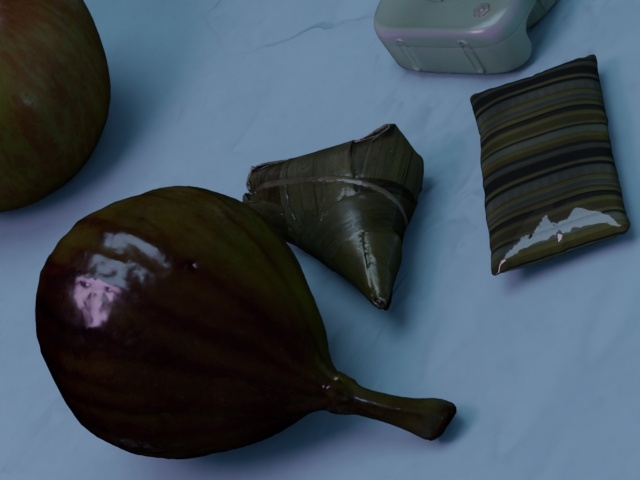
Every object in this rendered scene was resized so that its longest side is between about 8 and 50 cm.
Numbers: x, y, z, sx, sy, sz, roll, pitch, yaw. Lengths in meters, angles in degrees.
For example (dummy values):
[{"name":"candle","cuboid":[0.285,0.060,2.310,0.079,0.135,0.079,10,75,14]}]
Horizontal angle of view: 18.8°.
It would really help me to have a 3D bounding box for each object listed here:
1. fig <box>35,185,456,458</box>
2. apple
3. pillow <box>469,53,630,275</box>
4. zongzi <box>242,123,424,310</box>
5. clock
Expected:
[{"name":"fig","cuboid":[-0.047,0.076,1.443,0.321,0.217,0.217,15,60,25]},{"name":"apple","cuboid":[-0.323,-0.146,1.840,0.264,0.264,0.264,-22,41,20]},{"name":"pillow","cuboid":[0.176,-0.060,1.505,0.113,0.038,0.203,-19,43,18]},{"name":"zongzi","cuboid":[0.000,0.000,1.557,0.160,0.078,0.176,-16,46,33]},{"name":"clock","cuboid":[0.145,-0.230,1.679,0.151,0.062,0.191,7,56,43]}]
